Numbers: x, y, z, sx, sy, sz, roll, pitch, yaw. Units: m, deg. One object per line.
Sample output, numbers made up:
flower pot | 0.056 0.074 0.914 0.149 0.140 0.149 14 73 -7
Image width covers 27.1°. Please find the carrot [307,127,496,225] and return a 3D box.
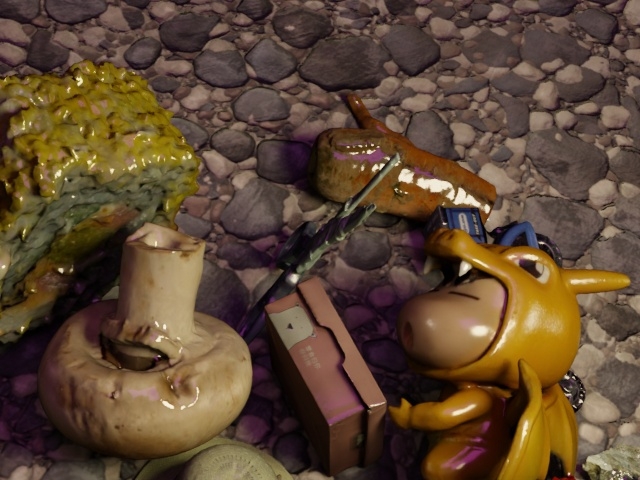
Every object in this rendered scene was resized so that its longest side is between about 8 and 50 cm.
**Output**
carrot | 0.127 -0.098 2.156 0.302 0.138 0.138 20 51 -11

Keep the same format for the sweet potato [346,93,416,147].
sweet potato | 0.101 -0.188 2.267 0.044 0.044 0.179 -32 61 -32

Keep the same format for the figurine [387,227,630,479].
figurine | 0.246 0.200 1.809 0.268 0.401 0.387 9 82 32

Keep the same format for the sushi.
sushi | -0.387 -0.048 1.805 0.351 0.396 0.240 -11 57 -46

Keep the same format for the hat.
hat | -0.127 0.346 1.745 0.257 0.130 0.257 7 53 -10

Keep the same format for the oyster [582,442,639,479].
oyster | 0.478 0.351 1.949 0.177 0.064 0.125 -9 53 -23

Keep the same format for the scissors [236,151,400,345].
scissors | 0.000 0.000 1.890 0.029 0.383 0.256 35 49 -9

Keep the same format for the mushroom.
mushroom | -0.234 0.134 1.760 0.292 0.290 0.292 4 25 -2

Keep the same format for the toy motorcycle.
toy motorcycle | 0.276 0.120 2.027 0.213 0.125 0.358 -1 61 -16

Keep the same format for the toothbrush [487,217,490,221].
toothbrush | 0.227 -0.065 2.225 0.131 0.013 0.011 29 57 4

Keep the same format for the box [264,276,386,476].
box | 0.005 0.194 1.839 0.086 0.215 0.215 -24 63 -13
